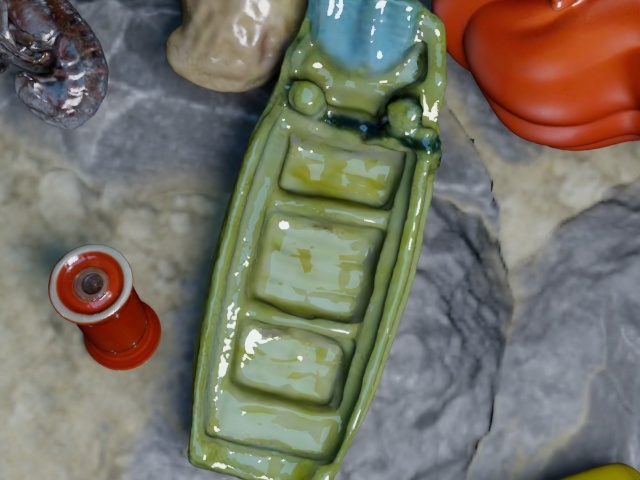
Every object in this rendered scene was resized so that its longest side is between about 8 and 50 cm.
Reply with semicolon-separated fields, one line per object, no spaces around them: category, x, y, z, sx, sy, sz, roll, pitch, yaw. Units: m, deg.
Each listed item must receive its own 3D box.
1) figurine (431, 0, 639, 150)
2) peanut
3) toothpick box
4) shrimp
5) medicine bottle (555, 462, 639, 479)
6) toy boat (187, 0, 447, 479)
figurine;0.207;-0.129;0.917;0.257;0.181;0.208;-32;90;0
peanut;-0.010;-0.182;0.988;0.104;0.085;0.228;43;84;1
toothpick box;-0.118;0.039;0.941;0.047;0.083;0.047;-3;66;6
shrimp;-0.187;-0.131;1.001;0.165;0.056;0.065;38;88;14
medicine bottle;0.063;0.198;0.903;0.260;0.064;0.095;-18;82;-2
toy boat;0.001;0.000;0.946;0.111;0.084;0.276;13;83;5
